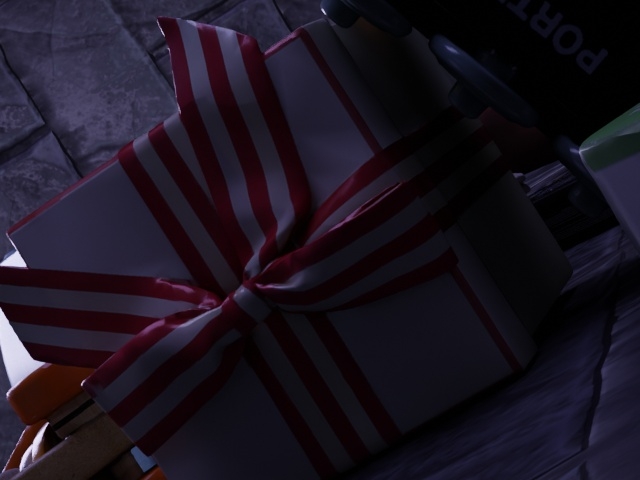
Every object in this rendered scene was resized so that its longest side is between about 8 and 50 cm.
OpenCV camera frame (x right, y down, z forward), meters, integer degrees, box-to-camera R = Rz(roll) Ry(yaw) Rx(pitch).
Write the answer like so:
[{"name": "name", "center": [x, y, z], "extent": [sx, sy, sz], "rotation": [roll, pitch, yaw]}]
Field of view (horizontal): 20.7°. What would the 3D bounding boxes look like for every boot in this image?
[{"name": "boot", "center": [0.300, -0.138, 1.873], "extent": [0.264, 0.096, 0.280], "rotation": [-10, -3, -22]}]

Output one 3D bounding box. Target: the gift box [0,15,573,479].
[{"name": "gift box", "center": [-0.029, 0.002, 1.062], "extent": [0.255, 0.276, 0.258], "rotation": [-38, 1, 21]}]

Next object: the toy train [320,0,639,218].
[{"name": "toy train", "center": [0.120, -0.134, 1.018], "extent": [0.142, 0.334, 0.190], "rotation": [-52, 5, 9]}]

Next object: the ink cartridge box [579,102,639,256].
[{"name": "ink cartridge box", "center": [0.240, -0.066, 0.465], "extent": [0.278, 0.117, 0.201], "rotation": [-33, 2, -22]}]

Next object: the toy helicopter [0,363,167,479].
[{"name": "toy helicopter", "center": [-0.266, 0.223, 1.335], "extent": [0.355, 0.140, 0.235], "rotation": [-36, 0, -13]}]

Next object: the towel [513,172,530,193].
[{"name": "towel", "center": [0.092, 0.022, 1.914], "extent": [0.282, 0.049, 0.187], "rotation": [-32, -1, -21]}]

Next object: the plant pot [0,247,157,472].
[{"name": "plant pot", "center": [-0.169, 0.077, 1.677], "extent": [0.248, 0.252, 0.247], "rotation": [-33, 1, -33]}]

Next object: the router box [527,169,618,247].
[{"name": "router box", "center": [0.229, -0.047, 1.371], "extent": [0.133, 0.046, 0.179], "rotation": [-33, 2, -35]}]
